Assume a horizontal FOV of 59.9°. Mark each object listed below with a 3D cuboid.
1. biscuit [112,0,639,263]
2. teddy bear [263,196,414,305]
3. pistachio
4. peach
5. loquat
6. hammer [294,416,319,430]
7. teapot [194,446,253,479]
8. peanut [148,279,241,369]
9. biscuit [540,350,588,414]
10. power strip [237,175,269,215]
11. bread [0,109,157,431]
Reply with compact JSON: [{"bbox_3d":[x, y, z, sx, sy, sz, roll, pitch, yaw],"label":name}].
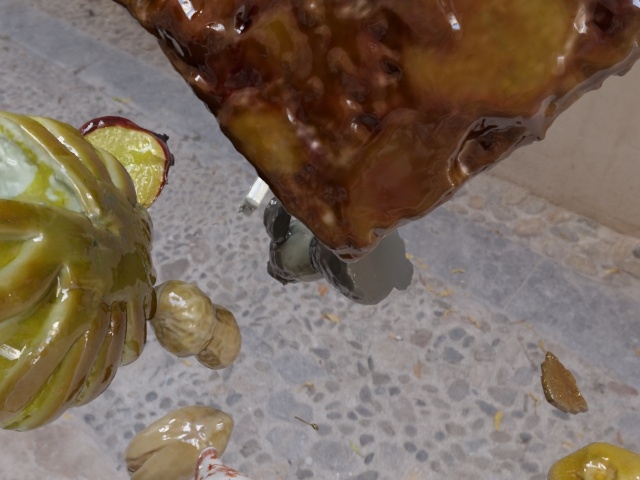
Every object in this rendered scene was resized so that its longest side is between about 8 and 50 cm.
[{"bbox_3d":[0.031,-0.221,0.499,0.342,0.395,0.166,-37,6,19],"label":"biscuit"},{"bbox_3d":[0.005,-0.006,0.853,0.251,0.171,0.144,16,59,37],"label":"teddy bear"},{"bbox_3d":[-0.339,0.494,1.327,0.293,0.181,0.162,-32,68,6],"label":"pistachio"},{"bbox_3d":[-0.563,-0.151,1.434,0.201,0.257,0.362,-1,56,54],"label":"peach"},{"bbox_3d":[0.305,0.273,0.569,0.137,0.137,0.113,8,49,10],"label":"loquat"},{"bbox_3d":[-0.043,0.530,1.618,0.014,0.029,0.123,-49,21,-24],"label":"hammer"},{"bbox_3d":[-0.114,0.376,0.661,0.116,0.159,0.246,-3,53,18],"label":"teapot"},{"bbox_3d":[-0.161,0.118,0.734,0.089,0.193,0.089,-11,59,18],"label":"peanut"},{"bbox_3d":[0.418,0.257,0.973,0.130,0.019,0.119,-7,62,-51],"label":"biscuit"},{"bbox_3d":[-0.098,-0.131,1.064,0.035,0.081,0.192,32,70,-14],"label":"power strip"},{"bbox_3d":[-0.267,0.018,0.539,0.160,0.333,0.333,-19,45,14],"label":"bread"}]
